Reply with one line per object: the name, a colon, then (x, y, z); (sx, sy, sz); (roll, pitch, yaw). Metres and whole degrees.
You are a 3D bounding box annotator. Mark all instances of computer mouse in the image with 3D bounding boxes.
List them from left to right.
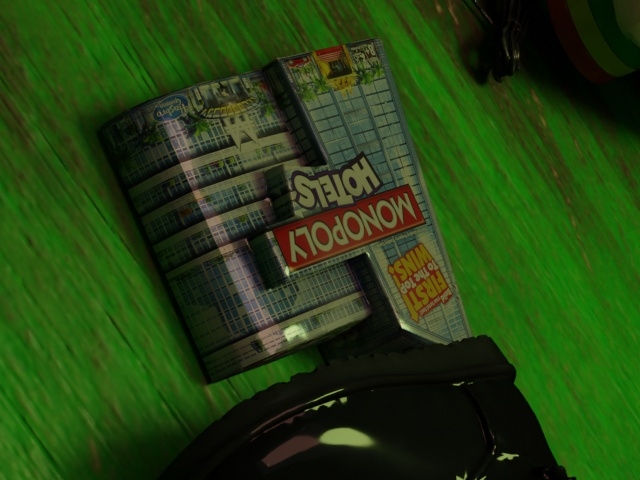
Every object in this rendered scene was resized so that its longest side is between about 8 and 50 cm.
computer mouse: (0.082, -0.202, 1.286); (0.193, 0.042, 0.106); (49, 40, -18)

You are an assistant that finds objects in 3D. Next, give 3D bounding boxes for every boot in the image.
boot: (0.063, 0.156, 0.942); (0.246, 0.094, 0.207); (-10, 56, -46)

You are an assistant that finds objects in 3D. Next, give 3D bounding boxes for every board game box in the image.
board game box: (0.000, 0.000, 1.053); (0.194, 0.060, 0.194); (-20, 83, -53)

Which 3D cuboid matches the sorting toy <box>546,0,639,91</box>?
sorting toy: (0.240, -0.202, 1.414); (0.255, 0.089, 0.257); (27, 49, -47)
